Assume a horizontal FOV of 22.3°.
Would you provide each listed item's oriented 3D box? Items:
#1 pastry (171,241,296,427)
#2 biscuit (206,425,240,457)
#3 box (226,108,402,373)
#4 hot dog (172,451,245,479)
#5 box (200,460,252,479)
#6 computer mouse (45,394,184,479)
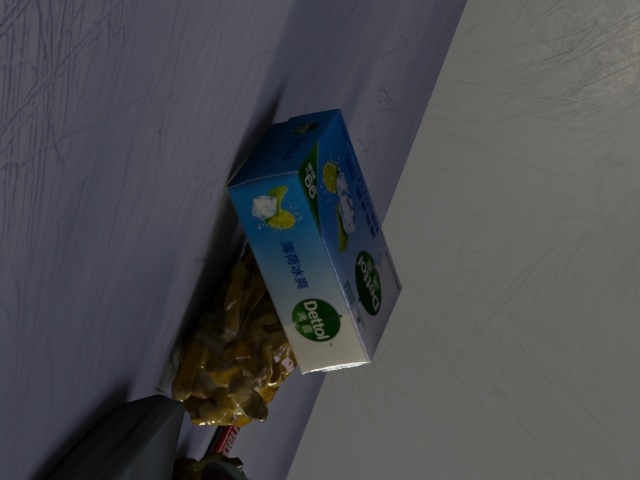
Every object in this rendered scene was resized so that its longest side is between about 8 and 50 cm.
[{"bbox_3d":[-0.060,0.081,1.528,0.154,0.102,0.250,-57,-178,25],"label":"pastry"},{"bbox_3d":[-0.147,0.304,2.041,0.292,0.026,0.048,-65,155,-23],"label":"biscuit"},{"bbox_3d":[-0.001,0.000,1.451,0.139,0.073,0.194,-61,136,-58],"label":"box"},{"bbox_3d":[-0.134,0.312,1.850,0.123,0.093,0.261,-54,153,-33],"label":"hot dog"},{"bbox_3d":[-0.121,0.396,1.673,0.167,0.193,0.294,-32,150,-39],"label":"box"},{"bbox_3d":[-0.167,0.233,1.203,0.197,0.095,0.331,-65,176,21],"label":"computer mouse"}]
